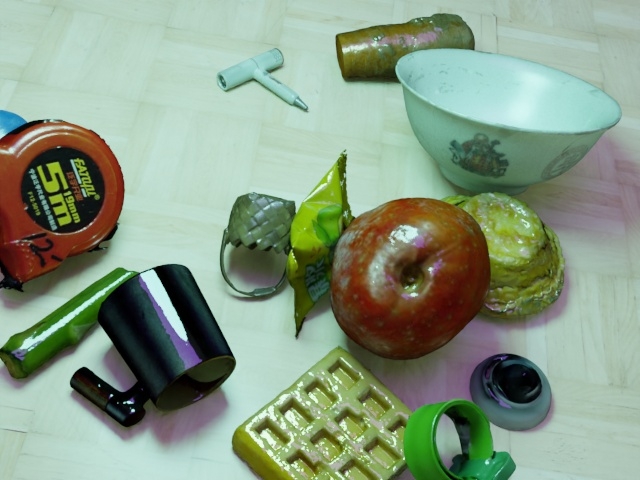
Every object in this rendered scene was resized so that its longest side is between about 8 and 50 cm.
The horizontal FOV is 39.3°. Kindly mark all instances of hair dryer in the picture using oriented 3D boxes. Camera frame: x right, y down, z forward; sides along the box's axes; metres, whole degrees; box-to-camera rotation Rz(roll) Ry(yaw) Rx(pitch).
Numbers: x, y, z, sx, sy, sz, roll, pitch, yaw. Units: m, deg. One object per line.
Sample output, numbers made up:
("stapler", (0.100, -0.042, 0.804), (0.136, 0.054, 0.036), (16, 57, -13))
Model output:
("hair dryer", (-0.105, -0.317, 1.881), (0.155, 0.044, 0.183), (-30, 65, -26))

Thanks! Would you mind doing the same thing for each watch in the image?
("watch", (0.195, 0.322, 1.328), (0.165, 0.131, 0.152), (-43, 102, -36))

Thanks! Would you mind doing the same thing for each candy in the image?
("candy", (0.000, 0.000, 1.556), (0.081, 0.187, 0.297), (9, 46, 17))

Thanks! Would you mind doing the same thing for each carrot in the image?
("carrot", (0.187, -0.413, 1.955), (0.302, 0.138, 0.138), (-12, 54, -9))

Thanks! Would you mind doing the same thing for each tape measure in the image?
("tape measure", (-0.457, -0.075, 1.511), (0.261, 0.253, 0.114), (-27, 20, -33))

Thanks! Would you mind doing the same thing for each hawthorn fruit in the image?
("hawthorn fruit", (0.147, 0.063, 1.465), (0.285, 0.284, 0.284), (5, 51, -6))

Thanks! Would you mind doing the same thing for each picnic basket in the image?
("picnic basket", (-0.110, 0.009, 1.568), (0.128, 0.138, 0.178), (6, 88, -12))

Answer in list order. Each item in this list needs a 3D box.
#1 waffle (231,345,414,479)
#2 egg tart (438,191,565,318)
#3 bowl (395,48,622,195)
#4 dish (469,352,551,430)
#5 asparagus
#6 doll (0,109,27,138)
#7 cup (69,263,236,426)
("waffle", (0.022, 0.305, 1.391), (0.221, 0.055, 0.248), (40, 56, 21))
("egg tart", (0.314, 0.006, 1.639), (0.294, 0.123, 0.294), (4, 50, -5))
("bowl", (0.338, -0.209, 1.736), (0.435, 0.195, 0.434), (8, 28, -4))
("dish", (0.325, 0.234, 1.486), (0.141, 0.078, 0.141), (5, 51, -6))
("asparagus", (-0.396, 0.122, 1.465), (0.067, 0.060, 0.278), (28, 51, 26))
("doll", (-0.625, -0.142, 1.595), (0.257, 0.161, 0.215), (1, 63, 12))
("cup", (-0.259, 0.179, 1.417), (0.177, 0.239, 0.166), (54, 20, 23))
